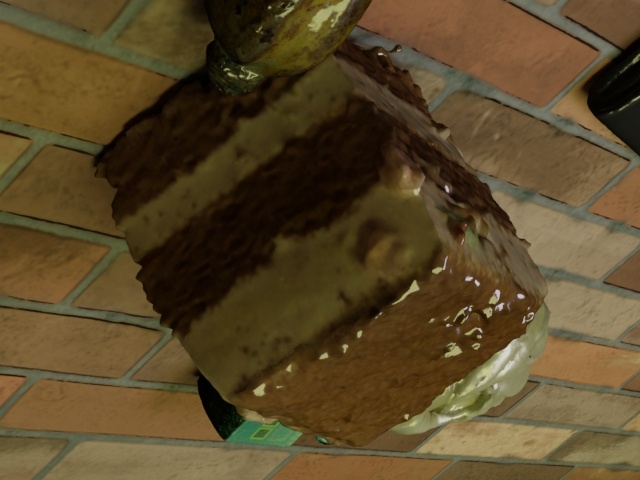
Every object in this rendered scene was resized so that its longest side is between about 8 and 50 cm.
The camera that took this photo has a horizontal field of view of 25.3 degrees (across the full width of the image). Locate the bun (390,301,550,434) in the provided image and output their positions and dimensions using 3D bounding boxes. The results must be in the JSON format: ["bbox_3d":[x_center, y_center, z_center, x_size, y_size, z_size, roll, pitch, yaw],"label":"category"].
[{"bbox_3d":[0.110,0.103,1.419,0.259,0.160,0.259,-16,140,-14],"label":"bun"}]

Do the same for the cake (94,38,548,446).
[{"bbox_3d":[0.000,0.000,1.225,0.282,0.290,0.256,-37,149,19],"label":"cake"}]

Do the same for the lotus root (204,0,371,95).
[{"bbox_3d":[-0.023,-0.194,1.073,0.120,0.120,0.209,5,134,-46],"label":"lotus root"}]

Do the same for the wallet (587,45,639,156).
[{"bbox_3d":[0.462,-0.153,1.620,0.228,0.062,0.406,-39,150,15],"label":"wallet"}]

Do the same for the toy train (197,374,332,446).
[{"bbox_3d":[0.016,0.119,1.595,0.194,0.120,0.298,13,130,-44],"label":"toy train"}]
